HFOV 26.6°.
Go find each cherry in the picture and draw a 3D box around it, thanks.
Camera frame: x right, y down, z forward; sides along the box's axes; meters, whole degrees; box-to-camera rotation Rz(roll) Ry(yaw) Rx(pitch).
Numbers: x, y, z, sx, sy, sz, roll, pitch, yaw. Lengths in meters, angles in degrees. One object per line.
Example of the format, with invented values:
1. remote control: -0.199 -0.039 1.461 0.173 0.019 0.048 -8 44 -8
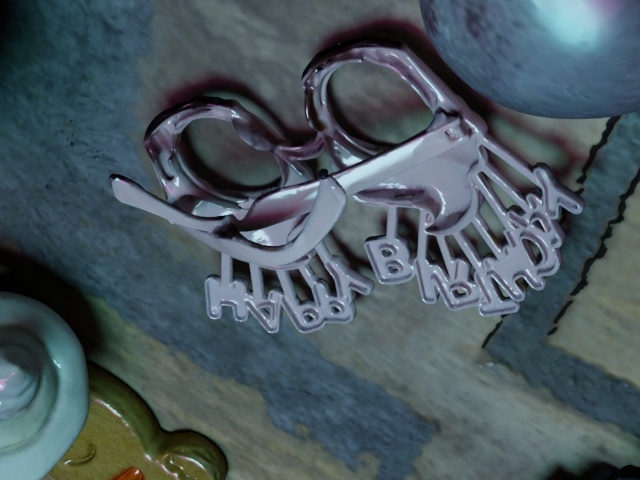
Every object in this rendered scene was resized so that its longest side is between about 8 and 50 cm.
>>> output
1. cherry: 0.077 -0.131 0.519 0.188 0.115 0.148 49 174 -6

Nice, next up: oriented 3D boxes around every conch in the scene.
1. conch: -0.255 0.104 0.876 0.255 0.127 0.158 -29 87 44

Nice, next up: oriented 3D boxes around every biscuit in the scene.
1. biscuit: -0.140 0.162 0.953 0.225 0.036 0.166 46 137 -13

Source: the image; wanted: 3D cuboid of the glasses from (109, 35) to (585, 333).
1. glasses: 0.006 0.000 0.680 0.255 0.095 0.162 -11 130 40

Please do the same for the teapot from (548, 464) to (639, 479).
1. teapot: 0.154 0.179 0.765 0.096 0.087 0.177 50 141 19
